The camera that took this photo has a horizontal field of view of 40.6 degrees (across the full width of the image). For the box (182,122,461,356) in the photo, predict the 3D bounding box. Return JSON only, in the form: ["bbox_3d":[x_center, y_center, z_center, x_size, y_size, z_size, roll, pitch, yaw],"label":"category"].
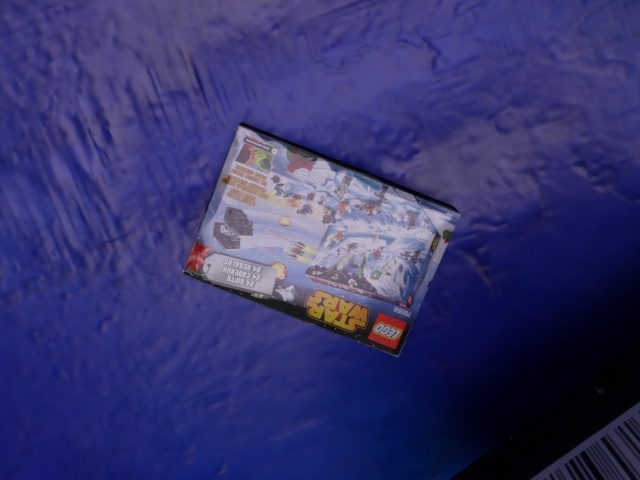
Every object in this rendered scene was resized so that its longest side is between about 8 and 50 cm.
[{"bbox_3d":[0.000,0.000,0.503,0.137,0.027,0.094,22,101,-5],"label":"box"}]

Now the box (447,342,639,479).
[{"bbox_3d":[0.197,0.207,0.359,0.296,0.183,0.294,-37,99,7],"label":"box"}]
